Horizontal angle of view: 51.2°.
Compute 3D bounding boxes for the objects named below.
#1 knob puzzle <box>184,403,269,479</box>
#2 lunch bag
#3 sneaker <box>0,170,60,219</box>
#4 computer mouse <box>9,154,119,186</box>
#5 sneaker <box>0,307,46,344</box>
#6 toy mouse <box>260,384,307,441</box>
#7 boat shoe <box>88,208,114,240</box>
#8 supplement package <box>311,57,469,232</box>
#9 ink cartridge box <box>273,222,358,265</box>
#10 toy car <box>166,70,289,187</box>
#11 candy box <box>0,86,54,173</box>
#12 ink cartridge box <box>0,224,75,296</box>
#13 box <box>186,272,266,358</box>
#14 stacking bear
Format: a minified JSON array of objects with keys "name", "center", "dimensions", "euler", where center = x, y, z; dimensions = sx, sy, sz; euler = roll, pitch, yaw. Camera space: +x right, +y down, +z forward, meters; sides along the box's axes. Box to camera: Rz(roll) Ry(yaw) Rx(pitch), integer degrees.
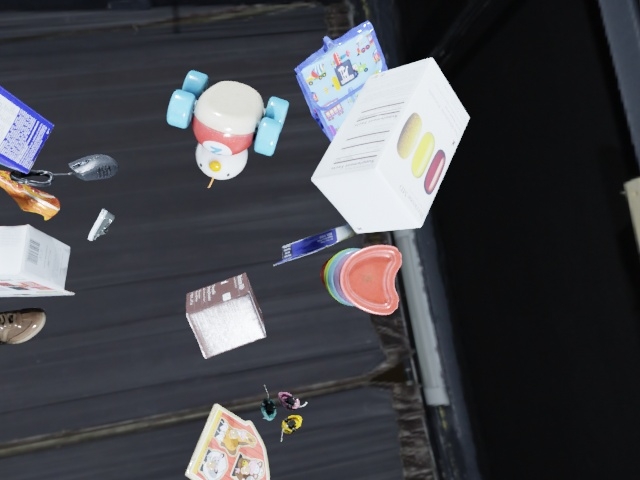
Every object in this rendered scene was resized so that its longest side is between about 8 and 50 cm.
[{"name":"knob puzzle","center":[-0.180,0.475,1.452],"dimensions":[0.030,0.213,0.213],"euler":[-31,-117,40]},{"name":"lunch bag","center":[0.059,-0.427,1.739],"dimensions":[0.138,0.221,0.293],"euler":[58,0,32]},{"name":"sneaker","center":[-0.727,-0.107,1.633],"dimensions":[0.175,0.067,0.064],"euler":[39,17,-29]},{"name":"computer mouse","center":[-0.537,-0.154,1.420],"dimensions":[0.071,0.242,0.041],"euler":[38,-57,26]},{"name":"sneaker","center":[-0.655,0.177,1.356],"dimensions":[0.071,0.189,0.066],"euler":[57,16,-64]},{"name":"toy mouse","center":[-0.107,0.435,1.731],"dimensions":[0.143,0.161,0.031],"euler":[44,-55,16]},{"name":"boat shoe","center":[-0.612,-0.035,1.863],"dimensions":[0.142,0.040,0.049],"euler":[-43,-155,47]},{"name":"supplement package","center":[0.117,-0.148,1.065],"dimensions":[0.134,0.244,0.139],"euler":[-5,-42,44]},{"name":"ink cartridge box","center":[0.000,0.000,1.928],"dimensions":[0.223,0.224,0.045],"euler":[-19,-88,39]},{"name":"toy car","center":[-0.208,-0.199,1.416],"dimensions":[0.210,0.219,0.237],"euler":[-81,-171,-56]},{"name":"candy box","center":[-0.683,-0.255,1.171],"dimensions":[0.317,0.268,0.122],"euler":[55,57,-72]},{"name":"ink cartridge box","center":[-0.840,0.062,1.757],"dimensions":[0.272,0.310,0.129],"euler":[62,28,-71]},{"name":"box","center":[-0.295,0.231,2.083],"dimensions":[0.168,0.203,0.166],"euler":[-121,-169,-69]},{"name":"stacking bear","center":[0.084,0.097,1.802],"dimensions":[0.289,0.164,0.175],"euler":[177,-82,-74]}]
